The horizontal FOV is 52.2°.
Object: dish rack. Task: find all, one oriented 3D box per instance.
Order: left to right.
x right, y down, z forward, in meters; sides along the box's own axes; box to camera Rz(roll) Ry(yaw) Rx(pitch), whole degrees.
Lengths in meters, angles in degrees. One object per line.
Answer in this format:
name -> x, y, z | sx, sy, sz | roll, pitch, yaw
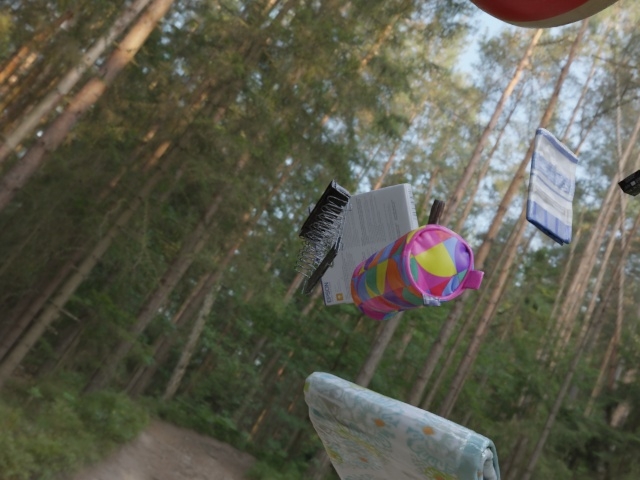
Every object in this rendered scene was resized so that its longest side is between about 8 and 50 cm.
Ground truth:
dish rack -> 0.000, 0.000, 1.660 | 0.074, 0.272, 0.208 | 24, -49, -10

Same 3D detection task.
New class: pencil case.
pencil case -> 0.117, 0.051, 0.877 | 0.104, 0.104, 0.236 | 34, -17, -7

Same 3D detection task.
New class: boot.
boot -> 0.285, -0.045, 1.693 | 0.037, 0.114, 0.106 | 19, -21, -18

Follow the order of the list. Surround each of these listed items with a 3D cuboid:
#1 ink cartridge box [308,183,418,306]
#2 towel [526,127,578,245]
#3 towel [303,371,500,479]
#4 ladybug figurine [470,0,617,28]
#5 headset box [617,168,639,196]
ink cartridge box -> 0.143, 0.018, 1.985 | 0.330, 0.324, 0.071 | -11, -4, 28
towel -> 0.646, -0.150, 1.814 | 0.209, 0.285, 0.034 | 27, -23, -36
towel -> 0.149, 0.395, 1.127 | 0.320, 0.090, 0.375 | 13, -40, 31
ladybug figurine -> 0.301, -0.452, 0.893 | 0.161, 0.305, 0.449 | -6, 4, -20
headset box -> 0.797, -0.143, 1.643 | 0.083, 0.032, 0.062 | 5, -35, -45
